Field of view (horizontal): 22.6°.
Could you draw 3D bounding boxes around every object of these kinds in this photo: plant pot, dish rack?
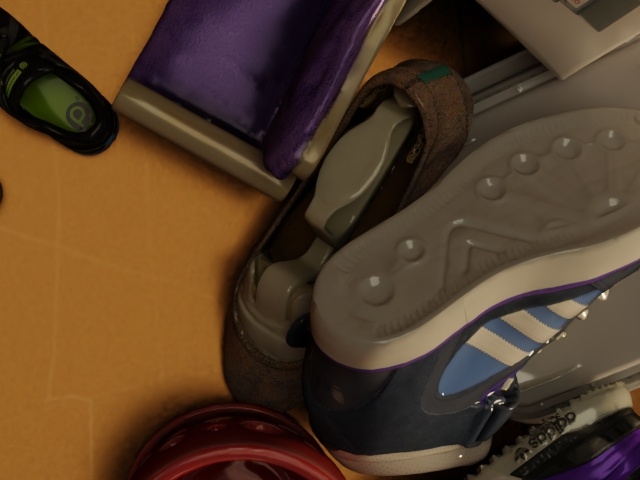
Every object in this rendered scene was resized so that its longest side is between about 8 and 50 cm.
[{"bbox_3d":[-0.060,0.219,1.185,0.191,0.174,0.191,0,98,-2],"label":"plant pot"},{"bbox_3d":[0.223,-0.019,1.223,0.332,0.072,0.286,-24,96,19],"label":"dish rack"}]

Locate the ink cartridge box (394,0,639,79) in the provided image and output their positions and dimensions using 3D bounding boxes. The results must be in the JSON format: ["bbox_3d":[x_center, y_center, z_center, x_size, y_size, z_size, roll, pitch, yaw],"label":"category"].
[{"bbox_3d":[0.227,-0.257,1.146,0.119,0.353,0.207,39,47,-21],"label":"ink cartridge box"}]

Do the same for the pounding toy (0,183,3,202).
[{"bbox_3d":[-0.342,0.038,1.155,0.269,0.154,0.155,-36,96,-7],"label":"pounding toy"}]

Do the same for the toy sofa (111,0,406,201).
[{"bbox_3d":[-0.007,-0.220,1.198,0.150,0.177,0.363,29,86,-8],"label":"toy sofa"}]

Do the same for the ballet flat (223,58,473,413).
[{"bbox_3d":[0.000,0.000,1.194,0.107,0.106,0.316,32,105,15],"label":"ballet flat"}]

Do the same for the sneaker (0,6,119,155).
[{"bbox_3d":[-0.232,-0.132,1.210,0.188,0.078,0.067,35,85,-7],"label":"sneaker"}]

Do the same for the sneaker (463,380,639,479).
[{"bbox_3d":[0.150,0.247,1.212,0.293,0.102,0.146,-40,69,14],"label":"sneaker"}]

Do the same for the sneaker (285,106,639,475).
[{"bbox_3d":[0.130,0.053,1.176,0.322,0.236,0.130,-28,57,-17],"label":"sneaker"}]
